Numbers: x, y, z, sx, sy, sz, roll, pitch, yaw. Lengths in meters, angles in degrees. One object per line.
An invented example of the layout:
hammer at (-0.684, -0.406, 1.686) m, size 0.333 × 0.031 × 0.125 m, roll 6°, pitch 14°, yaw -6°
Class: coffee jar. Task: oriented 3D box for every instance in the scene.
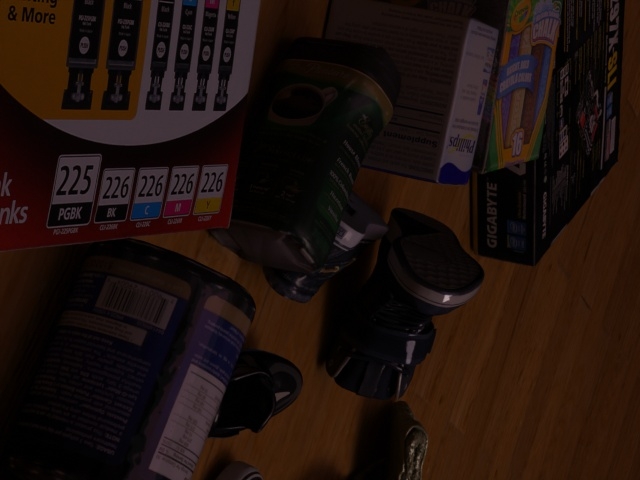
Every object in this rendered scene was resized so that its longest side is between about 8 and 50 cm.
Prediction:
coffee jar at (-0.010, -0.071, 1.335) m, size 0.184 × 0.096 × 0.079 m, roll -65°, pitch 146°, yaw -21°

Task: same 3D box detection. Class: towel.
towel at (0.078, 0.237, 1.685) m, size 0.110 × 0.027 × 0.148 m, roll -123°, pitch -142°, yaw -78°

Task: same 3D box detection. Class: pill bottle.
pill bottle at (-0.135, 0.118, 1.144) m, size 0.219 × 0.123 × 0.123 m, roll -68°, pitch 153°, yaw -15°

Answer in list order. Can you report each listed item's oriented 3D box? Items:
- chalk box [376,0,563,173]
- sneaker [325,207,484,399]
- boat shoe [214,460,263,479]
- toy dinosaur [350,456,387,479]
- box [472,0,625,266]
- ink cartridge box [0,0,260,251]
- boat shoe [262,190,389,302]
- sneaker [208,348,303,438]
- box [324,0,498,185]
chalk box at (0.127, -0.179, 1.518) m, size 0.132 × 0.132 × 0.213 m, roll -14°, pitch 116°, yaw -61°
sneaker at (0.069, 0.073, 1.492) m, size 0.226 × 0.086 × 0.163 m, roll -89°, pitch -158°, yaw -79°
boat shoe at (-0.078, 0.290, 1.401) m, size 0.078 × 0.070 × 0.219 m, roll 37°, pitch 69°, yaw -62°
toy dinosaur at (0.022, 0.309, 1.559) m, size 0.313 × 0.121 × 0.160 m, roll -50°, pitch 157°, yaw -36°
box at (0.242, -0.171, 1.819) m, size 0.257 × 0.079 × 0.322 m, roll -47°, pitch 142°, yaw -48°
ink cartridge box at (-0.162, -0.140, 0.959) m, size 0.309 × 0.130 × 0.272 m, roll -9°, pitch 109°, yaw -62°
boat shoe at (0.000, 0.000, 1.443) m, size 0.083 × 0.065 × 0.183 m, roll -47°, pitch 175°, yaw 11°
sneaker at (-0.063, 0.126, 1.344) m, size 0.188 × 0.078 × 0.067 m, roll -1°, pitch 103°, yaw -64°
box at (0.067, -0.124, 1.430) m, size 0.072 × 0.126 × 0.137 m, roll 2°, pitch 101°, yaw -65°
